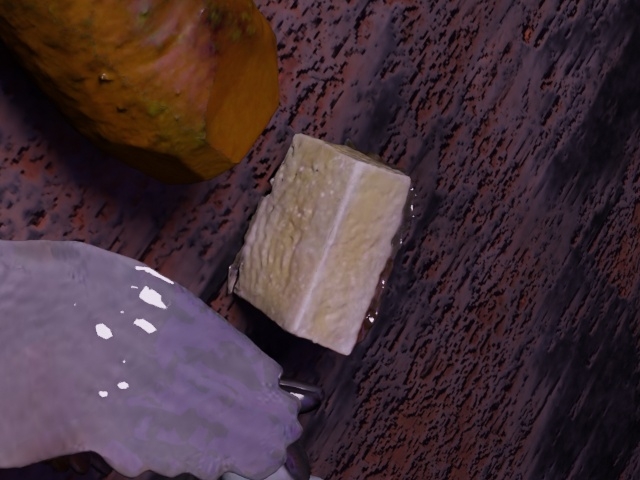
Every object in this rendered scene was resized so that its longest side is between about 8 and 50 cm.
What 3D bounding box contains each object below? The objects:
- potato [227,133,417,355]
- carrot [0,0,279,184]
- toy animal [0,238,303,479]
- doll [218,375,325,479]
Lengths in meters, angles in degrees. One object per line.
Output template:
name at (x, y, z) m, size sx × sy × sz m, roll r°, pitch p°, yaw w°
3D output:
potato at (0.001, -0.002, 0.670) m, size 0.061 × 0.086 × 0.122 m, roll 13°, pitch 101°, yaw -47°
carrot at (-0.126, -0.150, 0.485) m, size 0.114 × 0.114 × 0.302 m, roll -51°, pitch 128°, yaw -18°
toy animal at (-0.214, 0.085, 0.470) m, size 0.284 × 0.225 × 0.302 m, roll -47°, pitch 108°, yaw -23°
doll at (-0.029, 0.227, 0.664) m, size 0.195 × 0.153 × 0.258 m, roll -64°, pitch 164°, yaw -61°
